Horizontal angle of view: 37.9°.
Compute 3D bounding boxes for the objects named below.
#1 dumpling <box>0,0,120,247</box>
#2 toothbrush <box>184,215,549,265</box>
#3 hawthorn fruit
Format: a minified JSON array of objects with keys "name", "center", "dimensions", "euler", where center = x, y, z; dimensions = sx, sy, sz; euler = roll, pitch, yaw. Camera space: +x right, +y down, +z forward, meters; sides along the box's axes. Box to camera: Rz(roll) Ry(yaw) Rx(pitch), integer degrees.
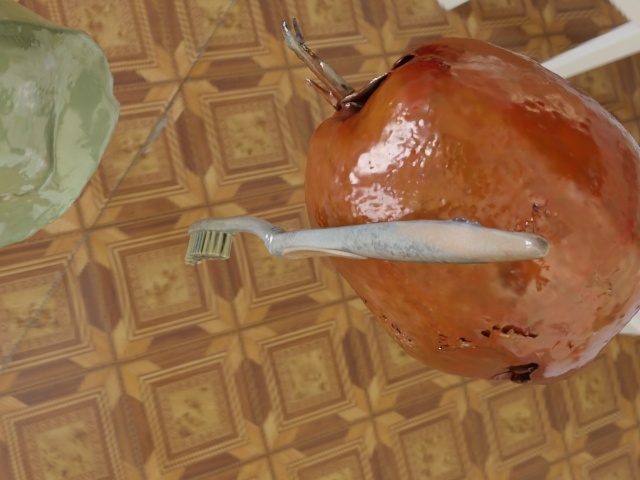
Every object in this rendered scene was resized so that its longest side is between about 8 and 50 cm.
[{"name":"dumpling","center":[-0.315,-0.111,0.625],"dimensions":[0.320,0.270,0.212],"euler":[22,55,0]},{"name":"toothbrush","center":[0.000,0.000,0.576],"dimensions":[0.028,0.375,0.037],"euler":[17,81,-32]},{"name":"hawthorn fruit","center":[0.082,-0.041,0.625],"dimensions":[0.299,0.211,0.211],"euler":[39,66,-7]}]
